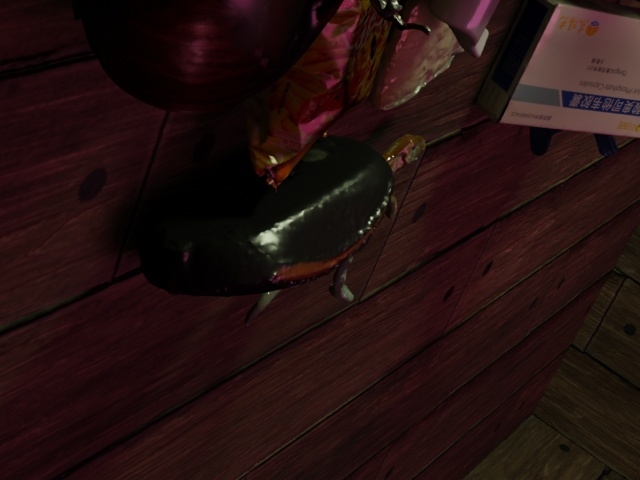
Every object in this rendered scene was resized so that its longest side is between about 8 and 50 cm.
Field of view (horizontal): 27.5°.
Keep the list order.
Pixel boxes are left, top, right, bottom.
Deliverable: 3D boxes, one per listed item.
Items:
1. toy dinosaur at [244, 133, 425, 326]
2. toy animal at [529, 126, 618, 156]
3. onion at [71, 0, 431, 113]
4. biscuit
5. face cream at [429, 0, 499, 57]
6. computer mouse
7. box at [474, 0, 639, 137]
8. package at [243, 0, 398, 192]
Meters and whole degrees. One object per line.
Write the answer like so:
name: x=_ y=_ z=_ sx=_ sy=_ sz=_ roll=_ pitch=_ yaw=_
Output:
toy dinosaur: x=0.000 y=0.000 z=1.602 sx=0.393 sy=0.092 sz=0.205 roll=-30 pitch=148 yaw=-47
toy animal: x=0.437 y=-0.236 z=2.151 sx=0.239 sy=0.255 sz=0.176 roll=-21 pitch=-162 yaw=18
onion: x=-0.045 y=-0.215 z=0.924 sx=0.273 sy=0.285 sz=0.273 roll=16 pitch=90 yaw=-83
biscuit: x=0.145 y=-0.267 z=1.593 sx=0.265 sy=0.040 sz=0.188 roll=-56 pitch=158 yaw=1
face cream: x=0.217 y=-0.375 z=1.429 sx=0.145 sy=0.145 sz=0.370 roll=-15 pitch=134 yaw=-61
computer mouse: x=-0.047 y=-0.013 z=1.348 sx=0.323 sy=0.183 sz=0.116 roll=-33 pitch=121 yaw=-44
box: x=0.410 y=-0.260 z=1.971 sx=0.343 sy=0.065 sz=0.200 roll=2 pitch=125 yaw=-38
package: x=0.003 y=-0.202 z=1.268 sx=0.223 sy=0.108 sz=0.288 roll=-45 pitch=155 yaw=-60
